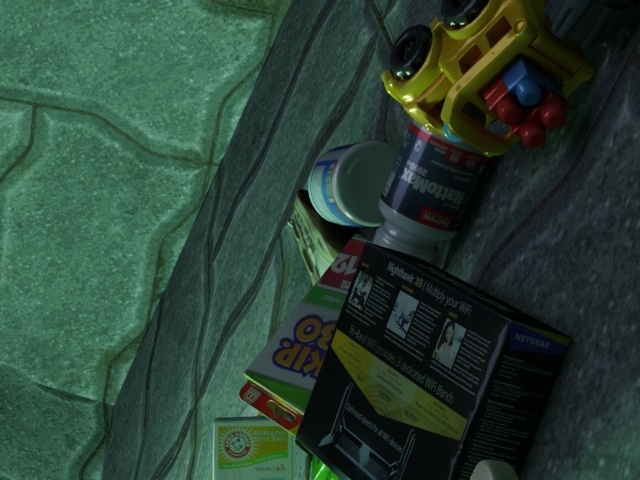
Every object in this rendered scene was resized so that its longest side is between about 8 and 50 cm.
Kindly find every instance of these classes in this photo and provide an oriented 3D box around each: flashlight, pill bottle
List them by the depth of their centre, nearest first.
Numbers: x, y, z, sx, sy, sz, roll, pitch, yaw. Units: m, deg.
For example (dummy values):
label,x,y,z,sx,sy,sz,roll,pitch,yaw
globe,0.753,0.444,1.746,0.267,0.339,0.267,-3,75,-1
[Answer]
label,x,y,z,sx,sy,sz,roll,pitch,yaw
flashlight,0.318,-0.320,1.299,0.103,0.103,0.304,-91,25,-47
pill bottle,0.134,-0.059,1.667,0.108,0.108,0.180,-110,40,-69
pill bottle,0.052,-0.082,1.991,0.221,0.124,0.124,-173,101,-77

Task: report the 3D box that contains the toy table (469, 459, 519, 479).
label,x,y,z,sx,sy,sz,roll,pitch,yaw
toy table,0.113,0.317,1.018,0.274,0.252,0.161,-57,33,13

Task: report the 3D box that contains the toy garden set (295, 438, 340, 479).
label,x,y,z,sx,sy,sz,roll,pitch,yaw
toy garden set,0.013,0.283,1.824,0.204,0.049,0.244,116,160,-46

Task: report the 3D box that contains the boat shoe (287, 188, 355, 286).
label,x,y,z,sx,sy,sz,roll,pitch,yaw
boat shoe,0.000,0.000,2.126,0.285,0.104,0.089,-107,41,-67

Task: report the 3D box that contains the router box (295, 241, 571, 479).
label,x,y,z,sx,sy,sz,roll,pitch,yaw
router box,0.105,0.158,1.403,0.309,0.081,0.243,31,103,61

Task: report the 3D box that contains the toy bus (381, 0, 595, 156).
label,x,y,z,sx,sy,sz,roll,pitch,yaw
toy bus,0.190,-0.169,1.475,0.220,0.149,0.211,-43,37,30

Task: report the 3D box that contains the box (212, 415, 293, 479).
label,x,y,z,sx,sy,sz,roll,pitch,yaw
box,-0.094,0.347,1.874,0.103,0.114,0.203,127,144,-84

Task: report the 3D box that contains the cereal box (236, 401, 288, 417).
label,x,y,z,sx,sy,sz,roll,pitch,yaw
cereal box,-0.115,0.346,2.246,0.240,0.047,0.173,125,159,-50

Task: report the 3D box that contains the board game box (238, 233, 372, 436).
label,x,y,z,sx,sy,sz,roll,pitch,yaw
board game box,0.018,0.120,1.671,0.259,0.124,0.039,-52,-25,-16
